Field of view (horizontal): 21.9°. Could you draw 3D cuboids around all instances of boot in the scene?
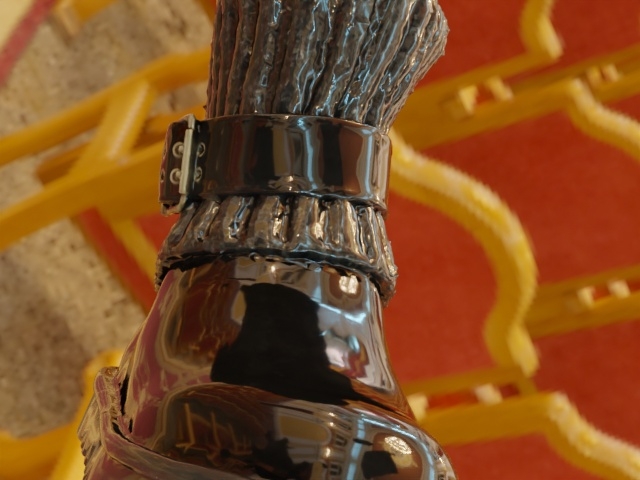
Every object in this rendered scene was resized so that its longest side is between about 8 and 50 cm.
[{"bbox_3d":[-0.004,-0.002,0.707,0.131,0.348,0.260,23,89,-20],"label":"boot"}]
